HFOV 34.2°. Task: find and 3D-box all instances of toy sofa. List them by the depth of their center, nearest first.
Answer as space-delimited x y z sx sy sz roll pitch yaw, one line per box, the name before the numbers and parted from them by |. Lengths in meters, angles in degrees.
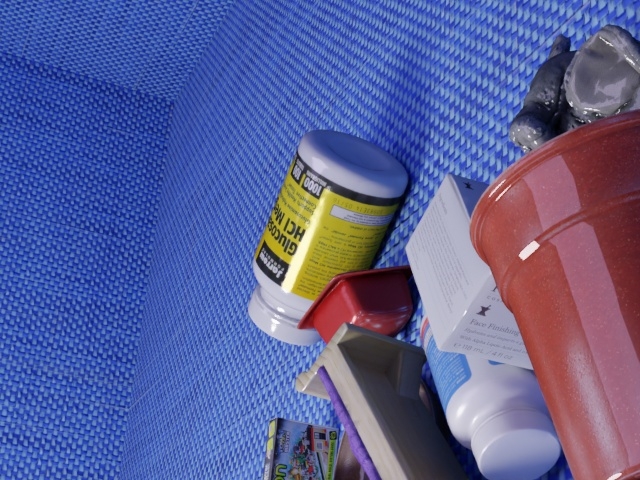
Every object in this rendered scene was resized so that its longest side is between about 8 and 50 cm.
toy sofa | 0.094 0.281 1.228 0.177 0.150 0.362 -55 36 20

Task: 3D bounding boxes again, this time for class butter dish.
butter dish | 0.071 0.120 1.557 0.160 0.160 0.118 -55 51 44

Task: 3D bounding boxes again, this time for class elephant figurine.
elephant figurine | 0.326 -0.139 1.057 0.169 0.186 0.239 -37 9 -35

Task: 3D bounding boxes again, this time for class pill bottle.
pill bottle | 0.195 0.165 1.188 0.221 0.124 0.124 -102 33 -52
pill bottle | 0.000 0.000 1.726 0.188 0.188 0.334 -113 41 -59

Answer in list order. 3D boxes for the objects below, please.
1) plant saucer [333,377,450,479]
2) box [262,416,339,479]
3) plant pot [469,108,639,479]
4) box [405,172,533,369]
plant saucer | 0.101 0.328 1.438 0.310 0.050 0.310 -166 90 -70
box | -0.036 0.396 1.660 0.036 0.114 0.207 143 137 -59
plant pot | 0.284 0.076 0.855 0.272 0.272 0.265 -52 39 48
box | 0.212 0.039 1.144 0.182 0.181 0.119 -103 33 -52
